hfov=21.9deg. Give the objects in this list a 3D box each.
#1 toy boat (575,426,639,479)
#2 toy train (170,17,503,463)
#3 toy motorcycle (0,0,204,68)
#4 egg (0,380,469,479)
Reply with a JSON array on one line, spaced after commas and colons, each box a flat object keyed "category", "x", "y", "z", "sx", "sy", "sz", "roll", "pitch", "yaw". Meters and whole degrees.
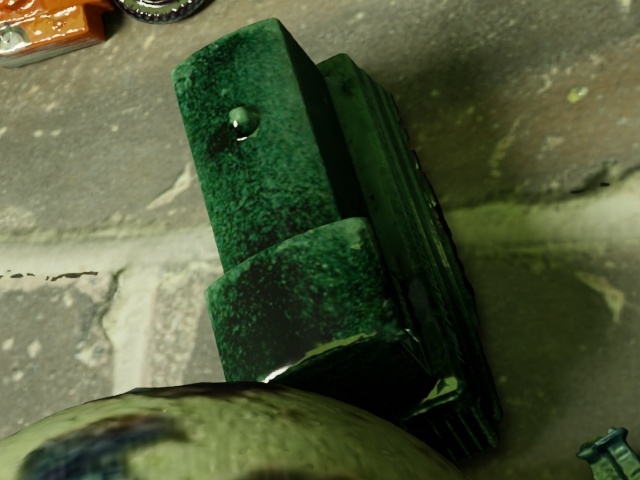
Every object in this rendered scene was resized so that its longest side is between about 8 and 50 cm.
[{"category": "toy boat", "x": 0.178, "y": 0.138, "z": 0.962, "sx": 0.137, "sy": 0.060, "sz": 0.061, "roll": -30, "pitch": 77, "yaw": 13}, {"category": "toy train", "x": 0.000, "y": 0.000, "z": 1.051, "sx": 0.138, "sy": 0.178, "sz": 0.330, "roll": -26, "pitch": 57, "yaw": 12}, {"category": "toy motorcycle", "x": -0.248, "y": -0.250, "z": 1.330, "sx": 0.325, "sy": 0.148, "sz": 0.221, "roll": -14, "pitch": 82, "yaw": 12}, {"category": "egg", "x": -0.086, "y": 0.252, "z": 0.854, "sx": 0.427, "sy": 0.345, "sz": 0.345, "roll": -16, "pitch": 58, "yaw": 13}]
